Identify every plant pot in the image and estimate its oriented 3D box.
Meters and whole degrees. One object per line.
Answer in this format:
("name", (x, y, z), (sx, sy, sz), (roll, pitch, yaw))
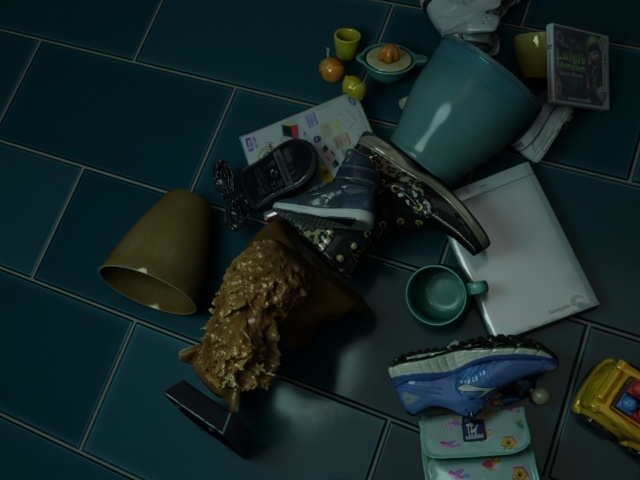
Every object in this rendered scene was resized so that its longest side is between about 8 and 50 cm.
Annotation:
("plant pot", (0.516, -0.423, 1.462), (0.134, 0.134, 0.095), (5, 97, 14))
("plant pot", (-0.361, 0.012, 1.488), (0.237, 0.237, 0.254), (10, 62, 15))
("plant pot", (0.299, -0.270, 1.399), (0.272, 0.272, 0.255), (43, 102, 20))

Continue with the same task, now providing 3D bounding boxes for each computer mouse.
("computer mouse", (-0.118, -0.146, 1.480), (0.272, 0.072, 0.188), (-23, 72, 18))

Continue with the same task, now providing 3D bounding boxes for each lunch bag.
("lunch bag", (0.316, 0.457, 1.225), (0.224, 0.160, 0.262), (-11, 58, 14))

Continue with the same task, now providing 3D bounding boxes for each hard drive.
("hard drive", (-0.227, 0.379, 1.324), (0.172, 0.254, 0.054), (28, 67, 19))
("hard drive", (0.422, 0.024, 1.384), (0.233, 0.047, 0.353), (-22, 71, 6))

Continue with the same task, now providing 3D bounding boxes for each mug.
("mug", (0.272, 0.120, 1.351), (0.158, 0.097, 0.129), (23, 99, 22))

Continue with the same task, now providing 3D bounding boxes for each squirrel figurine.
("squirrel figurine", (-0.146, 0.173, 1.294), (0.281, 0.397, 0.370), (45, 99, 11))

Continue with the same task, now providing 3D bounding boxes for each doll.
("doll", (0.388, 0.288, 1.313), (0.189, 0.046, 0.129), (27, 82, 22))

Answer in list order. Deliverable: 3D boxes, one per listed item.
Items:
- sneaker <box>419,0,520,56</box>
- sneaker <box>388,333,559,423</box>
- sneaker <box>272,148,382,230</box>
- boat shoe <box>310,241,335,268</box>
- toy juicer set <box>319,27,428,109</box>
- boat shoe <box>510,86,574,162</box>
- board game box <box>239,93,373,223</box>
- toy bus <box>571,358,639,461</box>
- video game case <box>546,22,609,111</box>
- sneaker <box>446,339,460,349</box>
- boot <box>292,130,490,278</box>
("sneaker", (0.438, -0.574, 1.513), (0.366, 0.137, 0.210), (-17, 72, 13))
("sneaker", (0.311, 0.280, 1.262), (0.330, 0.130, 0.147), (-13, 91, 10))
("sneaker", (0.018, -0.111, 1.314), (0.226, 0.086, 0.163), (6, 73, 21))
("boat shoe", (0.000, 0.000, 1.488), (0.049, 0.056, 0.152), (-29, 76, 31))
("toy juicer set", (0.150, -0.414, 1.514), (0.329, 0.089, 0.209), (23, 52, 17))
("boat shoe", (0.533, -0.288, 1.438), (0.084, 0.095, 0.258), (40, 80, -10))
("board game box", (-0.017, -0.202, 1.540), (0.317, 0.064, 0.242), (-21, 71, 6))
("toy bus", (0.611, 0.323, 1.167), (0.220, 0.211, 0.149), (35, 83, 18))
("video game case", (0.577, -0.383, 1.397), (0.191, 0.022, 0.173), (-1, 89, -29))
("sneaker", (0.240, 0.266, 1.351), (0.152, 0.053, 0.061), (-46, 67, -2))
("boot", (0.145, -0.030, 1.366), (0.377, 0.138, 0.284), (43, 89, 16))
